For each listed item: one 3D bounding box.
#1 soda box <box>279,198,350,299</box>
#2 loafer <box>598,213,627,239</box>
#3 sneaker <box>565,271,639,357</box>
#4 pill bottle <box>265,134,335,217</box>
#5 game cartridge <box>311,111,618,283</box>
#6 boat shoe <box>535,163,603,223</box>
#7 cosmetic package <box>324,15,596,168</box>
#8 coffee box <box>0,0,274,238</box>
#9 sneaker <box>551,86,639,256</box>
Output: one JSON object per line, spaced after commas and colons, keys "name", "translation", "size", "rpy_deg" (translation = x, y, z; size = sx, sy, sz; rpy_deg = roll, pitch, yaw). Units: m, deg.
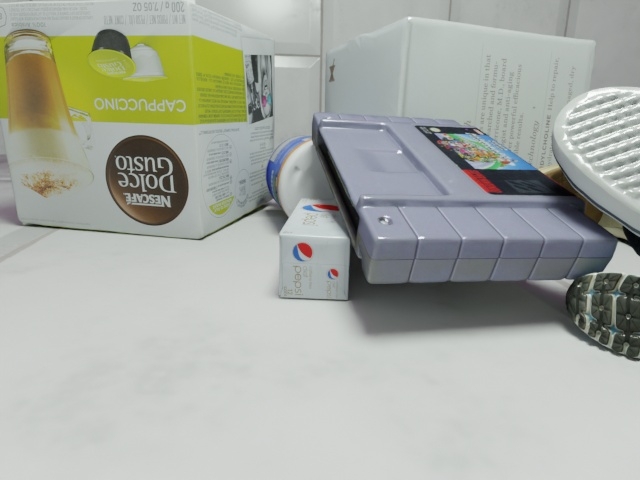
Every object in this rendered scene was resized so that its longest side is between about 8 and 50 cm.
{"name": "soda box", "translation": [0.000, 0.000, 0.540], "size": [0.073, 0.069, 0.216], "rpy_deg": [2, 16, 3]}
{"name": "loafer", "translation": [0.506, -0.044, 0.693], "size": [0.102, 0.092, 0.268], "rpy_deg": [1, 15, 1]}
{"name": "sneaker", "translation": [0.285, 0.069, 0.354], "size": [0.162, 0.063, 0.073], "rpy_deg": [16, 2, 34]}
{"name": "pill bottle", "translation": [-0.019, -0.113, 0.803], "size": [0.152, 0.152, 0.272], "rpy_deg": [-3, 14, -13]}
{"name": "game cartridge", "translation": [0.125, -0.077, 0.513], "size": [0.230, 0.068, 0.355], "rpy_deg": [-4, 32, -8]}
{"name": "boat shoe", "translation": [0.288, -0.055, 0.664], "size": [0.341, 0.122, 0.110], "rpy_deg": [-7, 18, -24]}
{"name": "cosmetic package", "translation": [0.242, -0.219, 0.883], "size": [0.393, 0.327, 0.329], "rpy_deg": [-4, 15, -20]}
{"name": "coffee box", "translation": [-0.294, -0.211, 0.798], "size": [0.337, 0.334, 0.338], "rpy_deg": [5, 17, 12]}
{"name": "sneaker", "translation": [0.341, -0.009, 0.372], "size": [0.321, 0.126, 0.127], "rpy_deg": [42, -5, 30]}
